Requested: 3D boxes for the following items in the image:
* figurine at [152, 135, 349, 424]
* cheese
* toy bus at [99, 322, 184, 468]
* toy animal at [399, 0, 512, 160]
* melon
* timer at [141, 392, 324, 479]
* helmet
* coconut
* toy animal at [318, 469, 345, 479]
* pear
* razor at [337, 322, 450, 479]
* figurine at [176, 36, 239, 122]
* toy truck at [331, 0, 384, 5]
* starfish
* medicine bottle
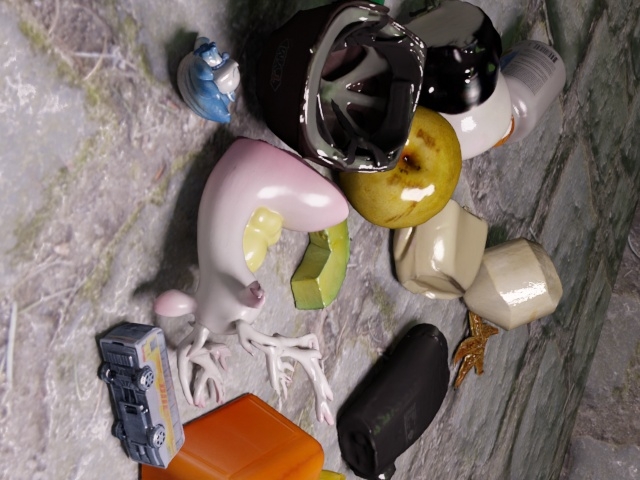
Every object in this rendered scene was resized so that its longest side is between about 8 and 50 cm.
[{"bbox_3d":[-0.072,0.072,1.162,0.316,0.206,0.284,-63,145,-28],"label":"figurine"},{"bbox_3d":[0.235,-0.008,1.739,0.266,0.127,0.233,31,70,-61],"label":"cheese"},{"bbox_3d":[-0.215,0.190,1.092,0.075,0.064,0.190,-45,136,-53],"label":"toy bus"},{"bbox_3d":[0.229,-0.278,1.576,0.212,0.212,0.267,-56,147,-34],"label":"toy animal"},{"bbox_3d":[0.000,0.000,1.404,0.118,0.064,0.209,-35,126,-44],"label":"melon"},{"bbox_3d":[-0.134,0.387,1.257,0.257,0.161,0.250,-16,128,-58],"label":"timer"},{"bbox_3d":[0.007,-0.219,1.227,0.305,0.177,0.225,16,94,-54],"label":"helmet"},{"bbox_3d":[0.430,0.104,2.037,0.202,0.222,0.202,-20,90,-86],"label":"coconut"},{"bbox_3d":[-0.018,0.490,1.457,0.156,0.156,0.230,61,33,-48],"label":"toy animal"},{"bbox_3d":[0.130,-0.120,1.453,0.209,0.209,0.209,-27,122,-54],"label":"pear"},{"bbox_3d":[0.155,0.310,1.720,0.327,0.107,0.189,-42,132,-46],"label":"razor"},{"bbox_3d":[-0.132,-0.189,1.093,0.114,0.079,0.114,157,-90,-89],"label":"figurine"},{"bbox_3d":[0.059,-0.381,1.373,0.079,0.065,0.147,27,74,-63],"label":"toy truck"},{"bbox_3d":[0.372,0.252,2.140,0.227,0.043,0.240,-49,136,-43],"label":"starfish"},{"bbox_3d":[0.410,-0.308,1.907,0.289,0.157,0.157,-46,137,-43],"label":"medicine bottle"}]
